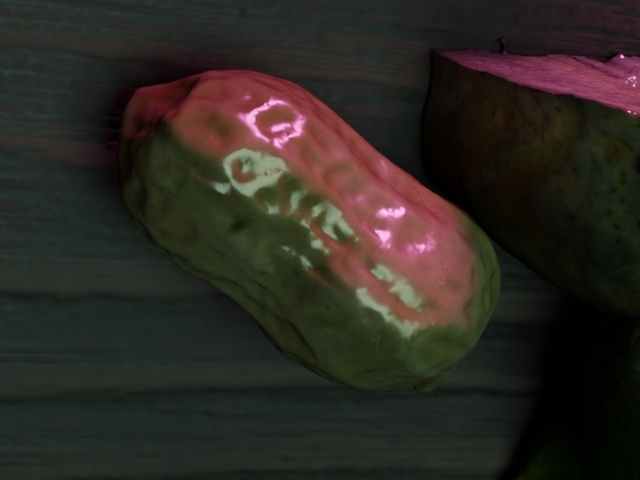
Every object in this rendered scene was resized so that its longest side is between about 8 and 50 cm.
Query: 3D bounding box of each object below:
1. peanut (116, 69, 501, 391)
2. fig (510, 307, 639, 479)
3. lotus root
[{"bbox_3d":[0.007,0.004,1.026,0.291,0.159,0.143,38,86,-33],"label":"peanut"},{"bbox_3d":[0.225,0.121,1.194,0.235,0.203,0.203,-17,126,27],"label":"fig"},{"bbox_3d":[0.238,-0.029,1.072,0.267,0.260,0.149,-2,110,-27],"label":"lotus root"}]
